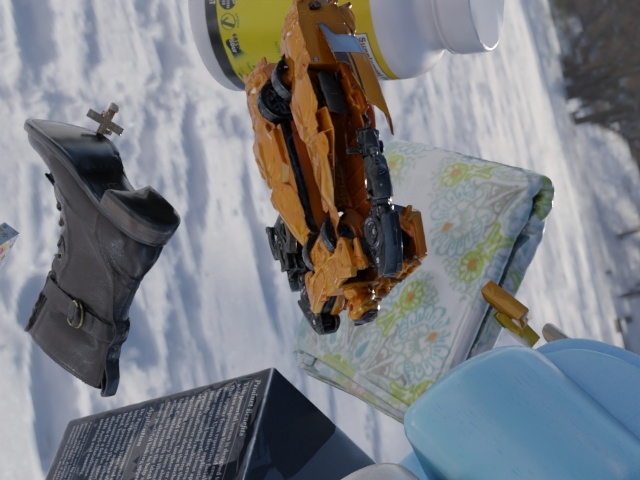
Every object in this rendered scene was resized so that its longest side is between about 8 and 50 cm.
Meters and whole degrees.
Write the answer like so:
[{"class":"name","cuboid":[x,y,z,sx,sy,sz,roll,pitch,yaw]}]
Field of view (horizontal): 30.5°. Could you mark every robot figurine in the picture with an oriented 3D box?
[{"class":"robot figurine","cuboid":[0.012,-0.063,1.054,0.211,0.085,0.291,-48,-126,56]}]

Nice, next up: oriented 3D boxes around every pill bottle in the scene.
[{"class":"pill bottle","cuboid":[0.032,-0.275,1.358,0.188,0.334,0.187,-1,90,-65]}]

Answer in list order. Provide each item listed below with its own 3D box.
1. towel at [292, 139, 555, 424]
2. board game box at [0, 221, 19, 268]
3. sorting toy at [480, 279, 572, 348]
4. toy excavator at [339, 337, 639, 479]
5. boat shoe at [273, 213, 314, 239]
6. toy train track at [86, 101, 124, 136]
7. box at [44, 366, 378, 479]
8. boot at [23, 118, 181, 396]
[{"class":"towel","cuboid":[0.133,0.056,1.605,0.090,0.320,0.374,24,89,-39]},{"class":"board game box","cuboid":[-0.448,0.046,1.471,0.026,0.103,0.154,38,30,3]},{"class":"sorting toy","cuboid":[0.313,0.177,1.388,0.307,0.041,0.229,39,-9,29]},{"class":"toy excavator","cuboid":[0.087,0.199,0.816,0.222,0.433,0.445,44,-12,34]},{"class":"boat shoe","cuboid":[-0.001,0.001,1.547,0.049,0.133,0.042,-49,161,-50]},{"class":"toy train track","cuboid":[-0.247,-0.116,1.318,0.048,0.014,0.083,31,81,-33]},{"class":"box","cuboid":[-0.149,0.371,1.599,0.293,0.396,0.212,48,41,-33]},{"class":"boot","cuboid":[-0.273,0.014,1.274,0.091,0.229,0.263,-1,36,-50]}]
